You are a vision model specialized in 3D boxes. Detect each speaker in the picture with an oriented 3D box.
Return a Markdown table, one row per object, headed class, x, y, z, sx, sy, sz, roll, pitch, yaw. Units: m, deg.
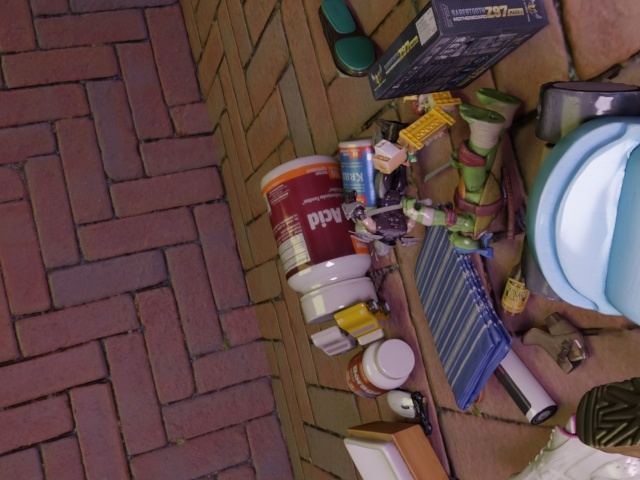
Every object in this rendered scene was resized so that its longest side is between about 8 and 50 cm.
| class | x | y | z | sx | sy | sz | roll | pitch | yaw |
| --- | --- | --- | --- | --- | --- | --- | --- | --- | --- |
| speaker | 0.345 | 0.247 | 1.071 | 0.055 | 0.055 | 0.136 | 97 | 152 | -42 |

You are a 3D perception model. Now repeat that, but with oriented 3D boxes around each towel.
| class | x | y | z | sx | sy | sz | roll | pitch | yaw |
| --- | --- | --- | --- | --- | --- | --- | --- | --- | --- |
| towel | 0.257 | 0.123 | 1.184 | 0.243 | 0.040 | 0.335 | 100 | 163 | -48 |

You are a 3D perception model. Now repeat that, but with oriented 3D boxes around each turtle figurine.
| class | x | y | z | sx | sy | sz | roll | pitch | yaw |
| --- | --- | --- | --- | --- | --- | --- | --- | --- | --- |
| turtle figurine | 0.207 | -0.118 | 1.027 | 0.274 | 0.198 | 0.266 | 53 | 144 | 42 |

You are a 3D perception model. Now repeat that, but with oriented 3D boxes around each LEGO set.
| class | x | y | z | sx | sy | sz | roll | pitch | yaw |
| --- | --- | --- | --- | --- | --- | --- | --- | --- | --- |
| LEGO set | 0.172 | -0.208 | 1.113 | 0.107 | 0.132 | 0.286 | 97 | -174 | -60 |

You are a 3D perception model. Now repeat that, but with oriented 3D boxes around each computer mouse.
| class | x | y | z | sx | sy | sz | roll | pitch | yaw |
| --- | --- | --- | --- | --- | --- | --- | --- | --- | --- |
| computer mouse | 0.208 | 0.409 | 1.533 | 0.193 | 0.042 | 0.105 | 180 | 78 | -69 |

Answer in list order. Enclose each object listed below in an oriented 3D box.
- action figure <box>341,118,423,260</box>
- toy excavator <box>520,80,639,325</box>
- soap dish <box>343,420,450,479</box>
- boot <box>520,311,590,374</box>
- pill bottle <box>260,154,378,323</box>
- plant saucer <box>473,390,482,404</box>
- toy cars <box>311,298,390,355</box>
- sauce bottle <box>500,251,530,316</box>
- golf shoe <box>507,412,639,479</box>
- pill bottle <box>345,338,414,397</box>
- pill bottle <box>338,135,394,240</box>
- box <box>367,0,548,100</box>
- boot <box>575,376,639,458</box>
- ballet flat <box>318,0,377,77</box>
| class | x | y | z | sx | sy | sz | roll | pitch | yaw |
| --- | --- | --- | --- | --- | --- | --- | --- | --- | --- |
| action figure | 0.140 | -0.097 | 1.258 | 0.099 | 0.185 | 0.284 | 17 | 101 | 52 |
| toy excavator | 0.407 | 0.015 | 0.483 | 0.445 | 0.433 | 0.222 | -78 | -11 | -69 |
| soap dish | 0.189 | 0.548 | 1.499 | 0.228 | 0.118 | 0.291 | 61 | 157 | 3 |
| boot | 0.371 | 0.171 | 0.980 | 0.118 | 0.042 | 0.087 | 110 | 140 | -55 |
| pill bottle | 0.000 | 0.000 | 1.586 | 0.224 | 0.224 | 0.391 | 132 | 123 | -65 |
| plant saucer | 0.304 | 0.291 | 1.260 | 0.083 | 0.013 | 0.083 | 168 | 90 | -70 |
| toy cars | 0.082 | 0.239 | 1.575 | 0.393 | 0.177 | 0.087 | 126 | 128 | -63 |
| sauce bottle | 0.330 | 0.068 | 1.025 | 0.042 | 0.042 | 0.128 | -126 | 29 | -47 |
| golf shoe | 0.391 | 0.343 | 0.956 | 0.306 | 0.115 | 0.140 | 134 | 132 | -58 |
| pill bottle | 0.147 | 0.312 | 1.523 | 0.216 | 0.121 | 0.121 | 123 | 131 | -62 |
| pill bottle | 0.112 | -0.117 | 1.371 | 0.124 | 0.124 | 0.221 | -161 | 61 | -66 |
| box | 0.201 | -0.294 | 0.957 | 0.233 | 0.184 | 0.059 | 151 | 106 | -70 |
| boot | 0.416 | 0.190 | 0.567 | 0.236 | 0.270 | 0.089 | 139 | 150 | -70 |
| ballet flat | 0.062 | -0.432 | 1.388 | 0.096 | 0.095 | 0.280 | 89 | 169 | -53 |
